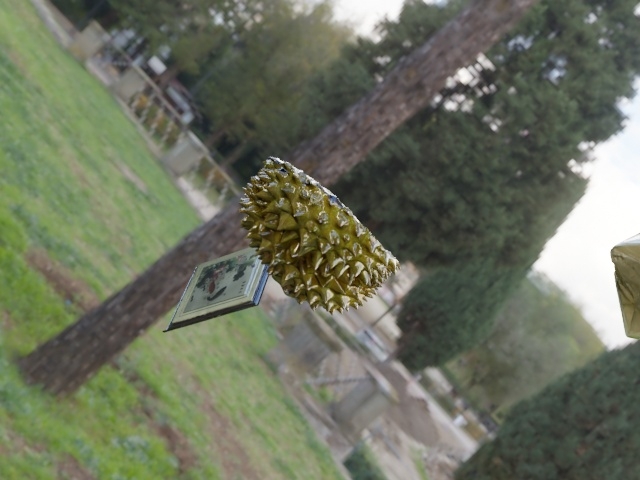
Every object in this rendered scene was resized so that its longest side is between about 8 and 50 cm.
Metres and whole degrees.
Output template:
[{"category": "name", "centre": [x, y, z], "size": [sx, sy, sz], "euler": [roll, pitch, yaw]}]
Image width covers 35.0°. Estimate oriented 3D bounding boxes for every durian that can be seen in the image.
[{"category": "durian", "centre": [-0.010, 0.005, 1.247], "size": [0.250, 0.138, 0.183], "euler": [48, 4, -31]}]

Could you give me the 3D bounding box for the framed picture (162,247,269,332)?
[{"category": "framed picture", "centre": [-0.168, 0.074, 1.782], "size": [0.010, 0.199, 0.195], "euler": [58, 28, -28]}]

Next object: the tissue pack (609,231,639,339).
[{"category": "tissue pack", "centre": [0.454, 0.027, 1.117], "size": [0.159, 0.234, 0.125], "euler": [0, -75, 47]}]
